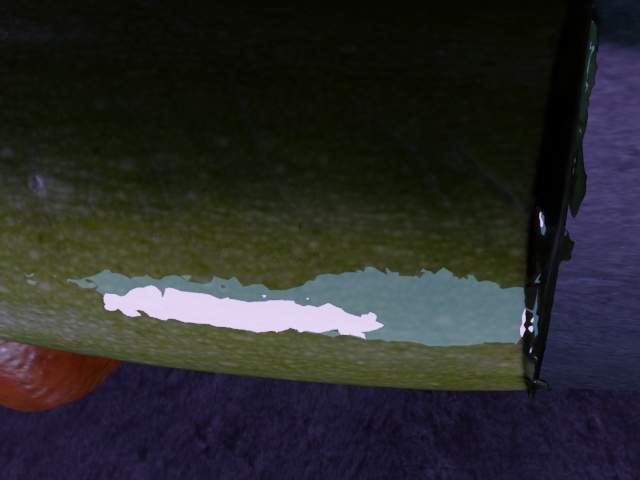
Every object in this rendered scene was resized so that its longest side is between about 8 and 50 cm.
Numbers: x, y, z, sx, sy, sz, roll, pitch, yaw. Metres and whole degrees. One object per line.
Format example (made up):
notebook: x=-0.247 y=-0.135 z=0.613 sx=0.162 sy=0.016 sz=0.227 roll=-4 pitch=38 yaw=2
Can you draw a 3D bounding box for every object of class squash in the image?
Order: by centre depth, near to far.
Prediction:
squash: x=-0.031 y=-0.044 z=0.953 sx=0.384 sy=0.263 sz=0.263 roll=6 pitch=170 yaw=14

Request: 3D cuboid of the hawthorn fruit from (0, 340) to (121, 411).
hawthorn fruit: x=-0.286 y=-0.004 z=1.493 sx=0.285 sy=0.284 sz=0.369 roll=8 pitch=151 yaw=5
